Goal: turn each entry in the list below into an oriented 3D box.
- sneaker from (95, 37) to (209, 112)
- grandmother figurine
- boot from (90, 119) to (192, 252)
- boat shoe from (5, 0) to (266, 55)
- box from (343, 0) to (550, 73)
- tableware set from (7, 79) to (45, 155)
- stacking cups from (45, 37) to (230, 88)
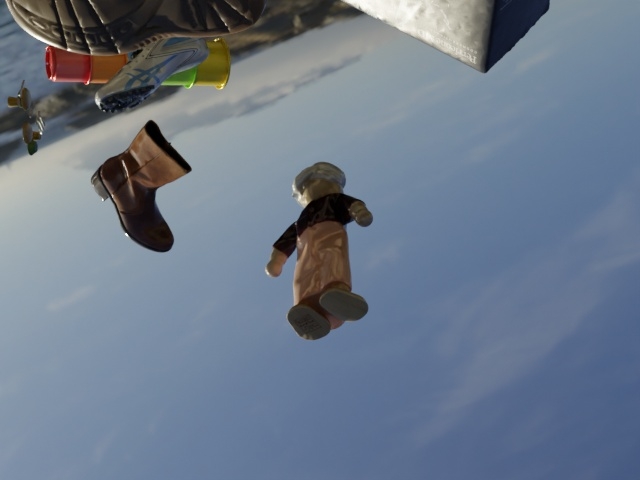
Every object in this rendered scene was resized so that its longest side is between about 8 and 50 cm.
[{"bbox_3d":[-0.267,-0.269,1.536,0.085,0.086,0.237,-27,-167,47],"label":"sneaker"},{"bbox_3d":[0.000,0.000,1.585,0.207,0.104,0.342,-21,-141,19],"label":"grandmother figurine"},{"bbox_3d":[-0.375,-0.119,2.318,0.280,0.264,0.096,-30,-173,43],"label":"boot"},{"bbox_3d":[-0.218,-0.306,1.223,0.341,0.122,0.110,2,-138,14],"label":"boat shoe"},{"bbox_3d":[0.261,-0.704,2.167,0.480,0.472,0.297,32,-117,22],"label":"box"},{"bbox_3d":[-0.631,-0.258,2.137,0.024,0.154,0.104,0,-124,6],"label":"tableware set"},{"bbox_3d":[-0.319,-0.319,1.760,0.316,0.096,0.096,-2,180,-28],"label":"stacking cups"}]
